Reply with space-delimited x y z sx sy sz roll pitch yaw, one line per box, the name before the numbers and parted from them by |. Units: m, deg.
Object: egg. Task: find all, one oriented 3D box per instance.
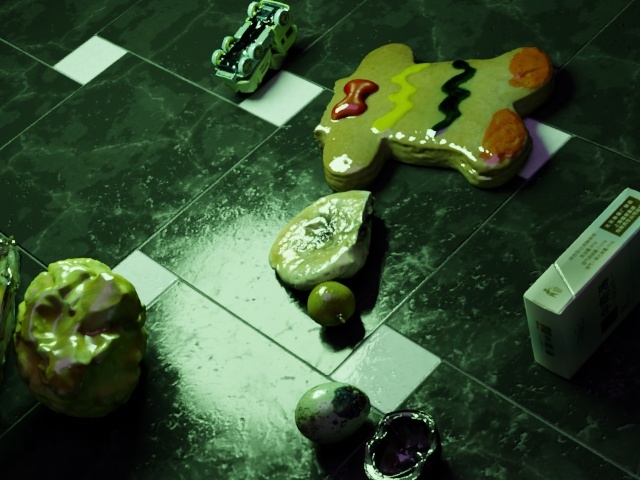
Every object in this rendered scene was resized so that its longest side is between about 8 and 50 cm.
egg | 0.018 0.242 1.623 0.110 0.085 0.085 -13 45 -3

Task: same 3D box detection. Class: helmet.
helmet | 0.117 0.292 1.552 0.098 0.070 0.123 8 57 33

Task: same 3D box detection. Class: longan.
longan | 0.018 0.102 1.767 0.075 0.075 0.083 -24 39 -5

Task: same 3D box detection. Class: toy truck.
toy truck | -0.120 -0.364 2.231 0.085 0.116 0.191 20 66 33

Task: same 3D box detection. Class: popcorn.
popcorn | -0.363 0.151 1.737 0.206 0.236 0.251 17 7 -11

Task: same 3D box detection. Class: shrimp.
shrimp | -0.525 0.108 1.844 0.085 0.272 0.445 13 32 -17

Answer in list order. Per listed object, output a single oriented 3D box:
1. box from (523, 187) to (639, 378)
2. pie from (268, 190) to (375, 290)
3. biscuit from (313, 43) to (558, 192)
box | 0.391 0.060 1.620 0.243 0.155 0.067 -41 47 -22
pie | 0.002 0.002 1.876 0.185 0.052 0.218 -18 38 24
biscuit | 0.189 -0.225 2.019 0.394 0.076 0.368 7 50 24
